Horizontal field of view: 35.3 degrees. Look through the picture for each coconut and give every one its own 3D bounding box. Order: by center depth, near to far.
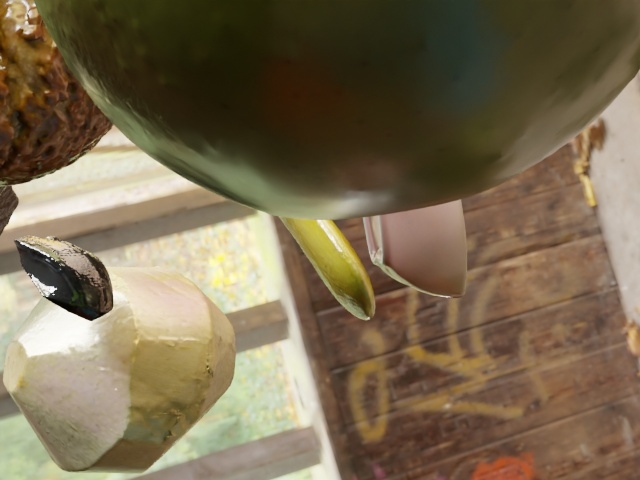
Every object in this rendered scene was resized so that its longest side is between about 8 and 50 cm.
[{"bbox_3d":[-0.230,0.143,1.130,0.259,0.259,0.259,166,90,-73],"label":"coconut"}]

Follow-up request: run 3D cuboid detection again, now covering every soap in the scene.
[{"bbox_3d":[0.000,0.000,0.886,0.168,0.033,0.089,54,164,30],"label":"soap"}]

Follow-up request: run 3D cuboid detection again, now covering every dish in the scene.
[{"bbox_3d":[0.097,-0.027,1.157,0.213,0.091,0.213,171,90,-85],"label":"dish"}]

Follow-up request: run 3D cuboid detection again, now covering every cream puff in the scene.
[{"bbox_3d":[-0.281,-0.185,0.788,0.212,0.303,0.303,-51,48,30],"label":"cream puff"}]

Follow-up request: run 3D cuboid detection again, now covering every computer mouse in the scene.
[{"bbox_3d":[-0.250,0.027,0.998,0.135,0.079,0.047,38,102,32],"label":"computer mouse"}]

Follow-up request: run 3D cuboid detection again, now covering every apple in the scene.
[{"bbox_3d":[0.016,-0.187,0.493,0.357,0.357,0.357,166,90,-73],"label":"apple"}]

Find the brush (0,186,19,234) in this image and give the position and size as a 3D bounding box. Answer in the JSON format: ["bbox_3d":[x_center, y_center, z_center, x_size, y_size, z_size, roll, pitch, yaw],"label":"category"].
[{"bbox_3d":[-0.490,-0.001,1.392,0.123,0.059,0.197,107,-175,-73],"label":"brush"}]
